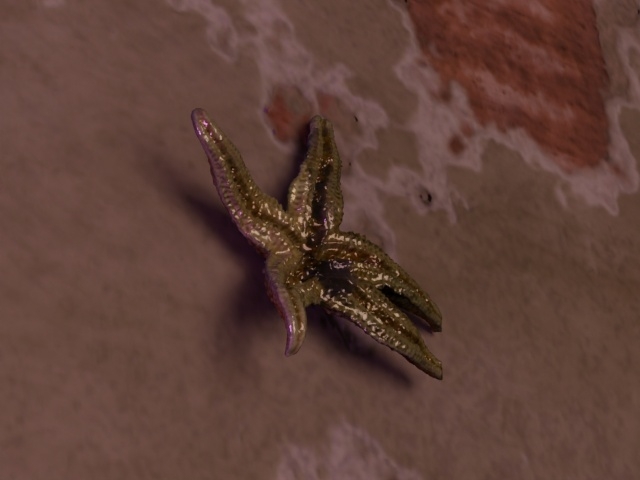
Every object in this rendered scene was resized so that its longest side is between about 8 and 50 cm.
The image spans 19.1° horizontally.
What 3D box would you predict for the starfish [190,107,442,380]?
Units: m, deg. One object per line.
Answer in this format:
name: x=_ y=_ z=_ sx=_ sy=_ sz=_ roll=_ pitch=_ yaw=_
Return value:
starfish: x=-0.002 y=0.001 z=1.082 sx=0.223 sy=0.050 sz=0.217 roll=47 pitch=34 yaw=-29
